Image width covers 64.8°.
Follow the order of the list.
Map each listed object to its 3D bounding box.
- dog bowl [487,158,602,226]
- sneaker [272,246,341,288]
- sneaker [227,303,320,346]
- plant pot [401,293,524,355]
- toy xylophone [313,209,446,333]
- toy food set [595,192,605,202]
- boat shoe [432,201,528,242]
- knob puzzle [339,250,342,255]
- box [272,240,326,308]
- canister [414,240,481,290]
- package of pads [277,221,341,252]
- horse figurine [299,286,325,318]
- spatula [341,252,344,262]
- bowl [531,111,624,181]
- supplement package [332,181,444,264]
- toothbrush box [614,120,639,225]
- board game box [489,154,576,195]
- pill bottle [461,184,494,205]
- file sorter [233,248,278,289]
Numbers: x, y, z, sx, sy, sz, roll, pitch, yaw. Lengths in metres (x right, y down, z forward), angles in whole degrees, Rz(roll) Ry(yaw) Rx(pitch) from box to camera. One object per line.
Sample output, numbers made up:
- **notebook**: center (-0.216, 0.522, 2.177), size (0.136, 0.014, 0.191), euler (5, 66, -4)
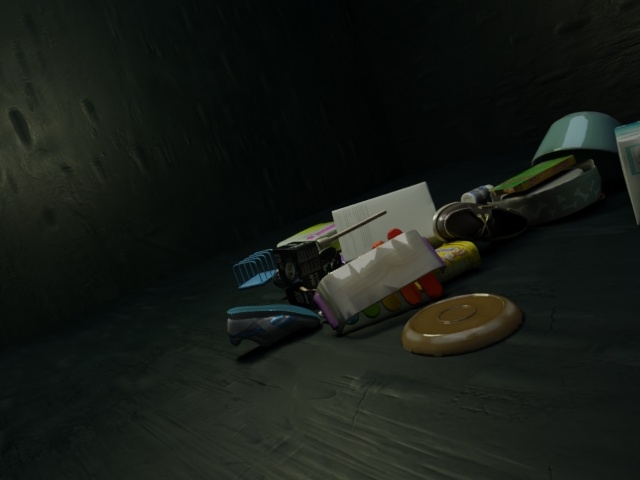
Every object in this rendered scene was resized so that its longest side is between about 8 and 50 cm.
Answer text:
- **dog bowl**: center (0.700, -0.142, 1.579), size (0.349, 0.102, 0.349), euler (-24, 7, 3)
- **sneaker**: center (-0.057, 0.112, 1.723), size (0.283, 0.110, 0.122), euler (-17, -6, -41)
- **sneaker**: center (-0.114, 0.210, 1.246), size (0.229, 0.092, 0.087), euler (0, 4, -11)
- **plant pot**: center (0.267, 0.153, 0.975), size (0.237, 0.032, 0.236), euler (-17, 10, 3)
- **toy xylophone**: center (0.130, 0.064, 1.185), size (0.323, 0.236, 0.081), euler (-21, -26, -7)
- **toy food set**: center (0.837, -0.131, 1.566), size (0.083, 0.020, 0.082), euler (-20, 9, -9)
- **boat shoe**: center (0.449, -0.048, 1.405), size (0.325, 0.116, 0.097), euler (-1, 4, -35)
- **knob puzzle**: center (0.061, 0.059, 1.954), size (0.213, 0.029, 0.213), euler (-17, 9, 3)
- **box**: center (-0.055, 0.097, 1.475), size (0.078, 0.180, 0.147), euler (-21, 10, -29)
- **canister**: center (0.305, 0.065, 1.298), size (0.170, 0.073, 0.126), euler (-23, 10, -19)
- **package of pads**: center (0.000, 0.000, 2.006), size (0.229, 0.101, 0.297), euler (-9, 12, 44)
- **horse figurine**: center (0.074, 0.131, 1.362), size (0.263, 0.066, 0.175), euler (-18, 18, -32)
- **spatula**: center (0.216, 0.038, 1.735), size (0.297, 0.030, 0.084), euler (-13, 28, 15)
- **bowl**: center (0.885, -0.320, 1.691), size (0.312, 0.163, 0.311), euler (12, -9, 2)
- **supplement package**: center (0.209, -0.025, 1.525), size (0.293, 0.177, 0.175), euler (-17, -23, 9)
- **toothbrush box**: center (0.841, -0.187, 1.280), size (0.126, 0.216, 0.295), euler (-14, 11, 31)
- **board game box**: center (0.661, -0.200, 1.579), size (0.260, 0.039, 0.124), euler (-23, 6, -21)
- **pill bottle**: center (0.642, -0.175, 2.036), size (0.137, 0.078, 0.078), euler (-24, 11, -29)
- **file sorter**: center (-0.252, 0.113, 2.021), size (0.118, 0.104, 0.170), euler (-13, 10, 26)
